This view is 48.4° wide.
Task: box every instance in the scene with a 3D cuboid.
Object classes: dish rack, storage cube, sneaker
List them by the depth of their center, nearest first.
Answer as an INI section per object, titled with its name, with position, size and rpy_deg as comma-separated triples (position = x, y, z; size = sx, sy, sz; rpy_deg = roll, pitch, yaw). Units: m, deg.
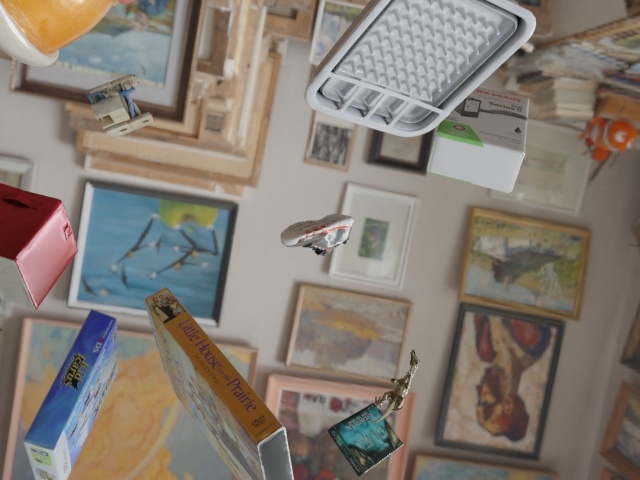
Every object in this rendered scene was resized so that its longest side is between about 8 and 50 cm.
[sneaker]
position = 0.000, 0.000, 1.189
size = 0.157, 0.065, 0.061
rpy_deg = -15, -157, -41
[dish rack]
position = 0.156, -0.318, 1.191
size = 0.285, 0.072, 0.333
rpy_deg = 11, 145, -32
[storage cube]
position = -0.703, 0.014, 1.641
size = 0.183, 0.215, 0.193
rpy_deg = 15, -131, 9

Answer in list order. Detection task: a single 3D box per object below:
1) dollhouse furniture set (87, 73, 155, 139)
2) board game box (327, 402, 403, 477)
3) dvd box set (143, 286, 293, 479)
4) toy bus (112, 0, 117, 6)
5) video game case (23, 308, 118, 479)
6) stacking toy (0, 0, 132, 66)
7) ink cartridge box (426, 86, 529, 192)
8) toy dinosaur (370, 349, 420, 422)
[dollhouse furniture set]
position = -0.525, -0.368, 1.848
size = 0.128, 0.129, 0.184
rpy_deg = -23, 174, -8
[board game box]
position = 0.109, 0.464, 1.672
size = 0.126, 0.026, 0.186
rpy_deg = 53, -149, 17
[dvd box set]
position = -0.195, 0.320, 1.379
size = 0.062, 0.308, 0.420
rpy_deg = -28, -132, -25
[toy bus]
position = -0.342, -0.570, 1.178
size = 0.108, 0.333, 0.130
rpy_deg = 12, -143, -29
[video game case]
position = -0.464, 0.306, 1.357
size = 0.061, 0.270, 0.244
rpy_deg = 20, 143, -3
[stacking toy]
position = -0.203, -0.438, 0.828
size = 0.479, 0.351, 0.350
rpy_deg = -20, -173, -3
[ink cartridge box]
position = 0.375, -0.250, 1.676
size = 0.198, 0.115, 0.273
rpy_deg = 15, -140, 7
[toy dinosaur]
position = 0.143, 0.297, 1.347
size = 0.053, 0.183, 0.092
rpy_deg = 34, -164, 20
